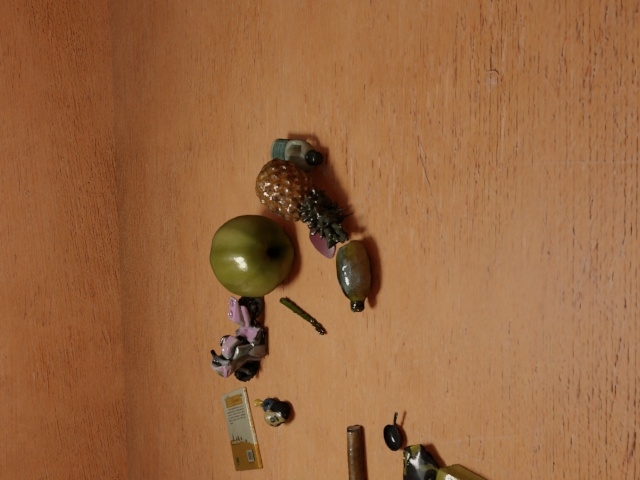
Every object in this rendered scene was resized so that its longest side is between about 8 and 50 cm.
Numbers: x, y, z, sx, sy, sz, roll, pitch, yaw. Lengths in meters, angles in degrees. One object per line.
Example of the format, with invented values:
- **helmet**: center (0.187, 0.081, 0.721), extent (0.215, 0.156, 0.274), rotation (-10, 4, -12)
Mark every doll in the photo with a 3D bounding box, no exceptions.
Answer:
- **doll**: center (-0.160, 0.575, 2.084), extent (0.179, 0.102, 0.089), rotation (-12, 45, 56)

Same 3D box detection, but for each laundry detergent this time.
- **laundry detergent**: center (-0.068, -0.253, 1.862), extent (0.225, 0.070, 0.099), rotation (17, 110, 55)

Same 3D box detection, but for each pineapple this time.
- **pineapple**: center (-0.029, -0.096, 1.747), extent (0.340, 0.169, 0.169), rotation (35, 123, 27)

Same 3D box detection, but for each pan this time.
- **pan**: center (0.194, 0.488, 1.605), extent (0.068, 0.023, 0.115), rotation (36, 125, 49)

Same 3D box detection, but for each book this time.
- **book**: center (-0.303, 0.719, 2.360), extent (0.208, 0.020, 0.296), rotation (-33, 67, 52)

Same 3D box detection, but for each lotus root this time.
- **lotus root**: center (0.091, 0.096, 1.657), extent (0.113, 0.088, 0.192), rotation (161, 102, -71)

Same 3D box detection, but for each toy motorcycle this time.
- **toy motorcycle**: center (-0.285, 0.342, 2.142), extent (0.143, 0.188, 0.327), rotation (20, 110, 49)

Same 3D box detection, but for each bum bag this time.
- **bum bag**: center (0.243, 0.609, 1.519), extent (0.106, 0.060, 0.233), rotation (10, 104, 46)

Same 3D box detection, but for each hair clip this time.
- **hair clip**: center (-0.001, 0.000, 1.837), extent (0.137, 0.022, 0.054), rotation (47, 134, 42)

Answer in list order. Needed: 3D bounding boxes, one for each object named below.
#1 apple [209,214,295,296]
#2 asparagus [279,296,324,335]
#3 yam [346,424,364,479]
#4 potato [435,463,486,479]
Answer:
- **apple**: center (-0.220, 0.046, 1.989), extent (0.279, 0.279, 0.280), rotation (9, 101, 55)
- **asparagus**: center (-0.057, 0.234, 1.942), extent (0.248, 0.024, 0.025), rotation (31, 125, 48)
- **yam**: center (0.101, 0.651, 1.743), extent (0.046, 0.046, 0.264), rotation (-2, 92, 56)
- **potato**: center (0.319, 0.595, 1.389), extent (0.120, 0.081, 0.149), rotation (8, 100, 57)
